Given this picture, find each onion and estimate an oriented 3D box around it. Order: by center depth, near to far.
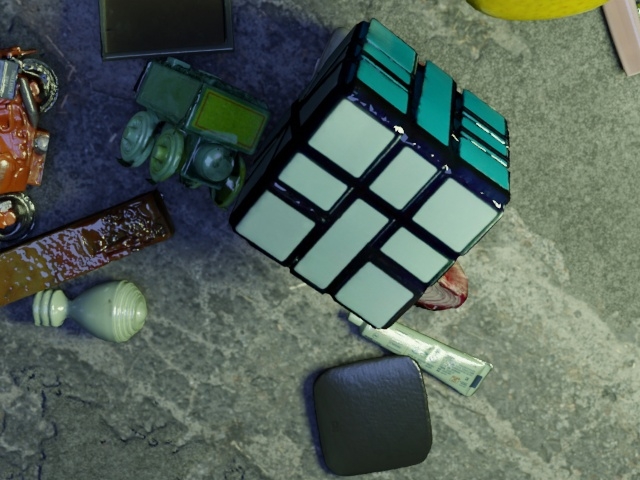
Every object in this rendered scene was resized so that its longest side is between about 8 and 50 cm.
[{"bbox_3d":[0.149,0.038,1.755,0.206,0.151,0.098,28,64,-17],"label":"onion"}]

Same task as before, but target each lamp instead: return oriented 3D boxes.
[{"bbox_3d":[-0.383,0.114,1.751,0.193,0.106,0.106,4,99,6],"label":"lamp"}]

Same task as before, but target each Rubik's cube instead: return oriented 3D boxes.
[{"bbox_3d":[0.075,-0.098,1.486,0.283,0.288,0.293,34,118,-10],"label":"Rubik's cube"}]

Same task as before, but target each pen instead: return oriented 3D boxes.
[{"bbox_3d":[0.494,-0.368,1.719,0.053,0.032,0.197,-15,95,27],"label":"pen"}]

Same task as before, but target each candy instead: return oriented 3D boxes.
[{"bbox_3d":[0.512,-0.357,1.739,0.025,0.023,0.083,22,110,-45],"label":"candy"}]

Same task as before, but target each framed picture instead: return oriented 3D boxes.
[{"bbox_3d":[-0.248,-0.430,1.659,0.213,0.016,0.289,-5,81,-1],"label":"framed picture"}]

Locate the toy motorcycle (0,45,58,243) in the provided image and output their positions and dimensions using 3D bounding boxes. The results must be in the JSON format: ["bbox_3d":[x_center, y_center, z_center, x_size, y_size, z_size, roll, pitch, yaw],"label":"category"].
[{"bbox_3d":[-0.550,-0.160,1.685,0.221,0.148,0.326,8,102,-25],"label":"toy motorcycle"}]

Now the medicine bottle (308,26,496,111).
[{"bbox_3d":[0.122,-0.211,1.674,0.293,0.170,0.170,22,98,-5],"label":"medicine bottle"}]

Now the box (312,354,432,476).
[{"bbox_3d":[0.090,0.302,1.811,0.201,0.042,0.213,-10,106,9],"label":"box"}]

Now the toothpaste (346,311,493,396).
[{"bbox_3d":[0.165,0.185,1.803,0.268,0.047,0.069,27,83,-7],"label":"toothpaste"}]

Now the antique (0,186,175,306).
[{"bbox_3d":[-0.397,0.009,1.733,0.309,0.093,0.087,-21,99,1],"label":"antique"}]

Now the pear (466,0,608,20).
[{"bbox_3d":[0.344,-0.520,1.540,0.362,0.362,0.418,45,86,-8],"label":"pear"}]

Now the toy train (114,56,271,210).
[{"bbox_3d":[-0.199,-0.170,1.627,0.159,0.271,0.188,20,95,-34],"label":"toy train"}]
